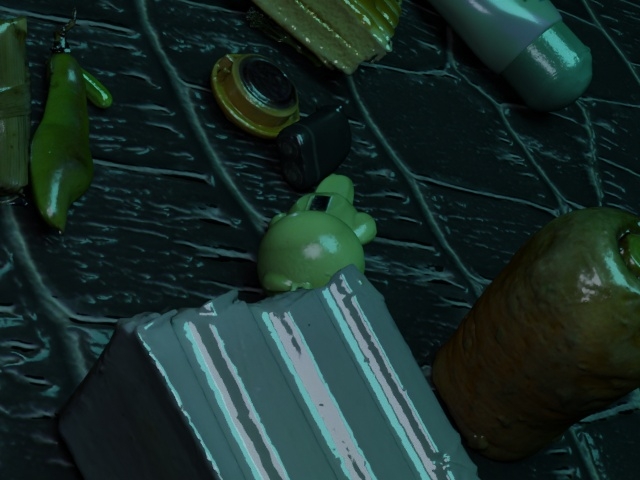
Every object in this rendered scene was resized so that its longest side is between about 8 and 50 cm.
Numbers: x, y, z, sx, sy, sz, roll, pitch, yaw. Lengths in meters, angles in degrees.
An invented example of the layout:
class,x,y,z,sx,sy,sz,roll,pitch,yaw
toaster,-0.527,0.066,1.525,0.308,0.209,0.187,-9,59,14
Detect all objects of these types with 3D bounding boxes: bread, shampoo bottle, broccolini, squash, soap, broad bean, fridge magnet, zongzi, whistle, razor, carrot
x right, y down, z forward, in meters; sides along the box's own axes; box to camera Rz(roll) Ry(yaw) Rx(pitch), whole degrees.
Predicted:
class,x,y,z,sx,sy,sz,roll,pitch,yaw
bread,0.012,-0.382,1.930,0.246,0.111,0.239,42,29,-9
shampoo bottle,0.337,-0.378,2.222,0.349,0.151,0.222,49,31,5
broccolini,-0.052,-0.307,1.887,0.140,0.030,0.035,32,36,-22
squash,-0.292,-0.196,1.555,0.089,0.027,0.027,43,37,-2
soap,-0.013,0.273,1.227,0.350,0.213,0.435,-9,62,-50
broad bean,-0.301,-0.132,1.460,0.075,0.067,0.325,67,10,-49
fridge magnet,-0.086,-0.201,1.724,0.143,0.063,0.143,23,44,-25
zongzi,-0.380,-0.139,1.403,0.094,0.204,0.205,-4,95,-25
whistle,0.000,0.010,1.584,0.141,0.141,0.294,43,20,-3
razor,-0.004,-0.130,1.727,0.148,0.054,0.090,-39,125,-54
carrot,0.295,0.116,1.567,0.224,0.341,0.224,21,44,-22
